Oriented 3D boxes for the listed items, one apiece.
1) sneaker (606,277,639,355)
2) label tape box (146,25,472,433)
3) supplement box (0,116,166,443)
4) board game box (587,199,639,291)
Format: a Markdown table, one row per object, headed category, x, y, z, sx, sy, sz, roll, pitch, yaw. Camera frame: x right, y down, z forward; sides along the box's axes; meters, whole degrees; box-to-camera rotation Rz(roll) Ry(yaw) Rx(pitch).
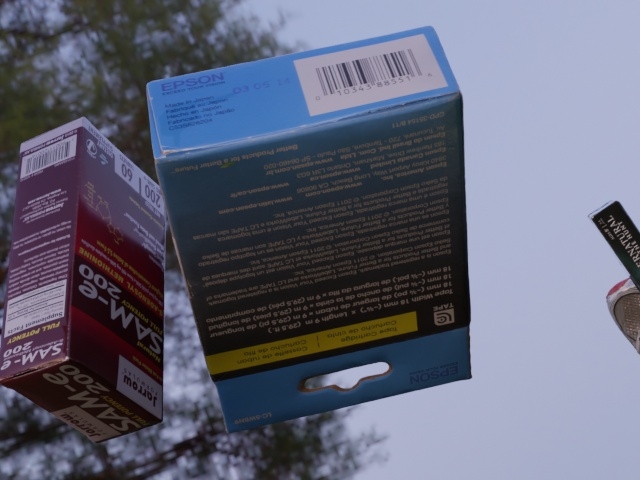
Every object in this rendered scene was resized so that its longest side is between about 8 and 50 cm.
| category | x | y | z | sx | sy | sz | roll | pitch | yaw |
| --- | --- | --- | --- | --- | --- | --- | --- | --- | --- |
| sneaker | 0.389 | 0.124 | 1.336 | 0.088 | 0.225 | 0.093 | -46 | 1 | 27 |
| label tape box | 0.000 | 0.000 | 1.102 | 0.241 | 0.106 | 0.333 | -12 | -46 | -4 |
| supplement box | -0.193 | 0.032 | 1.070 | 0.073 | 0.239 | 0.130 | -19 | -38 | 21 |
| board game box | 0.273 | 0.051 | 1.009 | 0.026 | 0.186 | 0.126 | -34 | -5 | 9 |
